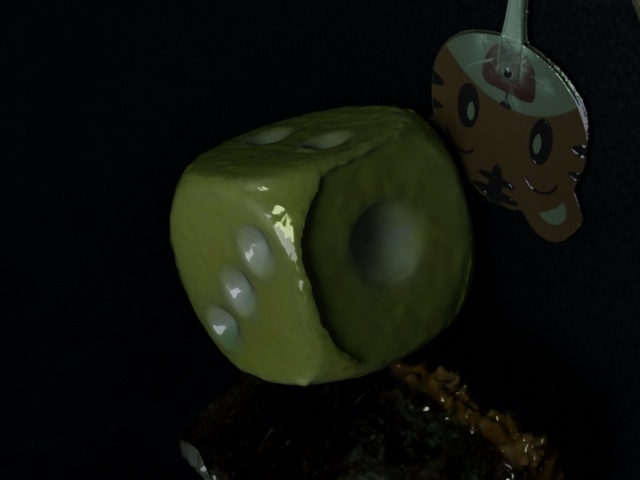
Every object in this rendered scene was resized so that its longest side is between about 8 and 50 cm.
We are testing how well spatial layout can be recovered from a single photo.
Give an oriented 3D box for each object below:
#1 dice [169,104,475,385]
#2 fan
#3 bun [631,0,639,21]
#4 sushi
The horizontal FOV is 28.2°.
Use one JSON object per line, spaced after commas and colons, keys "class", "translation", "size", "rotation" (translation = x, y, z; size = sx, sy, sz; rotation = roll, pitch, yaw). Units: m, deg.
{"class": "dice", "translation": [0.000, 0.000, 0.955], "size": [0.169, 0.169, 0.166], "rotation": [8, 118, 52]}
{"class": "fan", "translation": [0.130, -0.114, 0.865], "size": [0.152, 0.008, 0.226], "rotation": [33, 135, 37]}
{"class": "bun", "translation": [0.225, -0.186, 0.494], "size": [0.326, 0.234, 0.362], "rotation": [61, -171, -47]}
{"class": "sushi", "translation": [0.040, 0.198, 1.012], "size": [0.234, 0.207, 0.348], "rotation": [52, 165, -30]}
